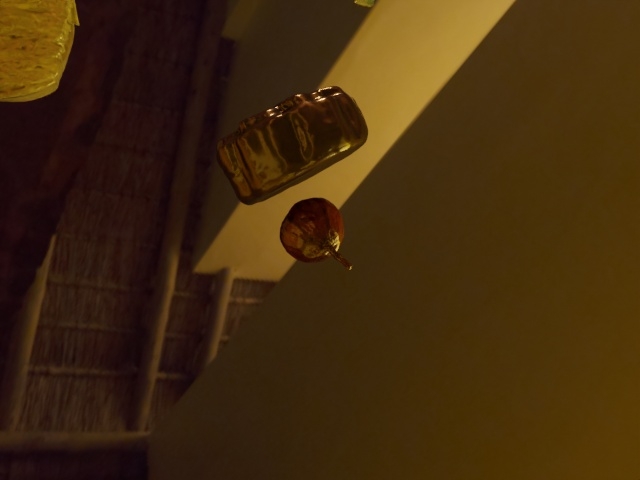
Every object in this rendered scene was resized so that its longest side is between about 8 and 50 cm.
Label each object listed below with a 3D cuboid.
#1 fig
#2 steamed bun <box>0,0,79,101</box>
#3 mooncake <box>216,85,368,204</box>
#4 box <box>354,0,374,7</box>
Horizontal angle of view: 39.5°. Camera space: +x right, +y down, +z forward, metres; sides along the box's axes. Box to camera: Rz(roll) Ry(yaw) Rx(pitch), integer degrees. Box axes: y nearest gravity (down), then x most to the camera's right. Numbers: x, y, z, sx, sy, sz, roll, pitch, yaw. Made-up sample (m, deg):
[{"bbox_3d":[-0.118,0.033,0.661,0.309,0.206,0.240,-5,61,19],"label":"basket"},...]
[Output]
[{"bbox_3d":[-0.012,-0.003,1.670,0.128,0.128,0.151,2,-111,-31],"label":"fig"},{"bbox_3d":[-0.592,-0.358,1.603,0.290,0.273,0.272,8,-101,-6],"label":"steamed bun"},{"bbox_3d":[-0.052,-0.177,1.620,0.283,0.283,0.141,-26,-89,-42],"label":"mooncake"},{"bbox_3d":[0.055,-0.662,1.850,0.206,0.291,0.262,26,-113,18],"label":"box"}]
